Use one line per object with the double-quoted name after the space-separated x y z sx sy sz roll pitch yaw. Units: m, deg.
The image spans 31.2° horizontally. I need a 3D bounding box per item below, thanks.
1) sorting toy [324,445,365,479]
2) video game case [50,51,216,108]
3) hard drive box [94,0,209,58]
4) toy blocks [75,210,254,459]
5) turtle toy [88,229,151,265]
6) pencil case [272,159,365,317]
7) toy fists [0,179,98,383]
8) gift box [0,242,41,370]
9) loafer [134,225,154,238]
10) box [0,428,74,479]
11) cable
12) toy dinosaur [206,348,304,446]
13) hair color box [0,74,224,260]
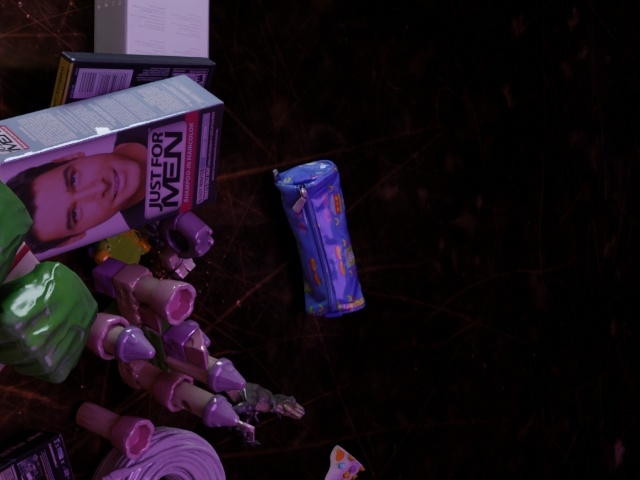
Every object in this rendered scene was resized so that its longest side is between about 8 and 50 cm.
0.044 0.467 2.297 0.075 0.045 0.083 -51 128 -11 "sorting toy"
-0.308 -0.172 1.796 0.274 0.035 0.248 -7 124 -45 "video game case"
-0.276 -0.330 1.884 0.181 0.089 0.232 2 88 -48 "hard drive box"
-0.212 0.158 1.777 0.309 0.260 0.289 -46 143 -39 "toy blocks"
-0.336 0.006 1.832 0.095 0.066 0.130 -56 134 -27 "turtle toy"
0.000 0.000 2.174 0.133 0.119 0.306 -57 136 -70 "pencil case"
-0.389 0.055 1.400 0.279 0.096 0.142 59 27 -25 "toy fists"
-0.514 0.097 1.495 0.276 0.255 0.258 55 50 -25 "gift box"
-0.311 -0.033 1.888 0.125 0.045 0.039 35 47 -50 "loafer"
-0.441 0.396 1.709 0.147 0.077 0.180 -29 111 -45 "box"
-0.268 0.439 1.900 0.257 0.089 0.257 -34 116 -44 "cable"
-0.135 0.300 2.071 0.268 0.064 0.118 36 49 -42 "toy dinosaur"
-0.329 -0.107 1.698 0.374 0.113 0.185 -21 134 -35 "hair color box"
